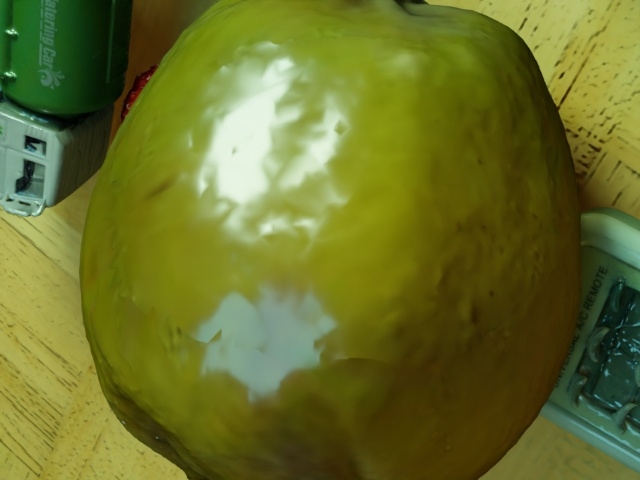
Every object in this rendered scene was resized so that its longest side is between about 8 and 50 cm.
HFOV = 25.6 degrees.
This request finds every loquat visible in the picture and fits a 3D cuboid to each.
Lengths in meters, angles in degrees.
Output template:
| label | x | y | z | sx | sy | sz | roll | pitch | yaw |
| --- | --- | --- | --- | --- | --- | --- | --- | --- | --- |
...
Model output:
| label | x | y | z | sx | sy | sz | roll | pitch | yaw |
| --- | --- | --- | --- | --- | --- | --- | --- | --- | --- |
| loquat | 0.000 | 0.000 | 0.748 | 0.276 | 0.276 | 0.283 | 14 | 97 | 30 |

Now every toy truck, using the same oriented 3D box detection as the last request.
| label | x | y | z | sx | sy | sz | roll | pitch | yaw |
| --- | --- | --- | --- | --- | --- | --- | --- | --- | --- |
| toy truck | -0.178 | -0.140 | 0.887 | 0.125 | 0.101 | 0.242 | 19 | 122 | 12 |

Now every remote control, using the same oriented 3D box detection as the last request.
| label | x | y | z | sx | sy | sz | roll | pitch | yaw |
| --- | --- | --- | --- | --- | --- | --- | --- | --- | --- |
| remote control | 0.261 | 0.103 | 0.742 | 0.335 | 0.065 | 0.128 | 30 | 121 | 23 |

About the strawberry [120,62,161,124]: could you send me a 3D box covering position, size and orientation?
| label | x | y | z | sx | sy | sz | roll | pitch | yaw |
| --- | --- | --- | --- | --- | --- | --- | --- | --- | --- |
| strawberry | -0.085 | -0.071 | 0.901 | 0.106 | 0.106 | 0.106 | 10 | 109 | 31 |
